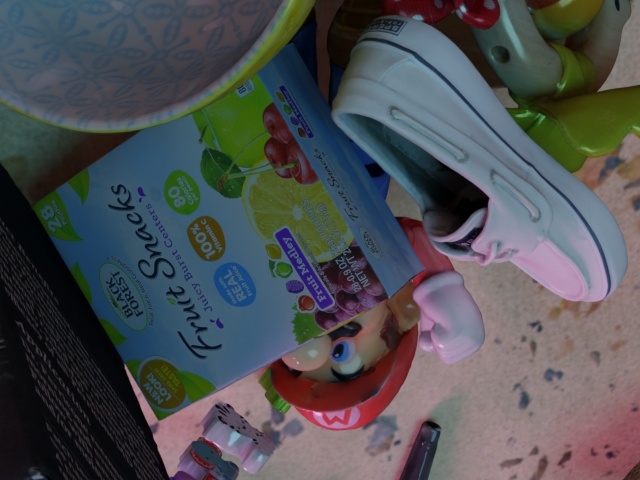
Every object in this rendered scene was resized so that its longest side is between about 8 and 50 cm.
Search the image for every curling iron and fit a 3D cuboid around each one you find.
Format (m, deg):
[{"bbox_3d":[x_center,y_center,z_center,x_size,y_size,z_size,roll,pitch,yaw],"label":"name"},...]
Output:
[{"bbox_3d":[0.047,0.278,1.272,0.068,0.035,0.274,15,111,-28],"label":"curling iron"}]

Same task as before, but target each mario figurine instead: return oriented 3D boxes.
[{"bbox_3d":[0.000,0.000,1.016,0.170,0.198,0.320,-20,119,-26],"label":"mario figurine"}]

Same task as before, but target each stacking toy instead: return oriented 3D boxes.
[{"bbox_3d":[-0.093,0.179,1.077,0.052,0.221,0.167,39,100,0],"label":"stacking toy"}]

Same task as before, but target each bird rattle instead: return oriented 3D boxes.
[{"bbox_3d":[0.130,-0.160,0.962,0.143,0.207,0.253,-23,116,42],"label":"bird rattle"}]

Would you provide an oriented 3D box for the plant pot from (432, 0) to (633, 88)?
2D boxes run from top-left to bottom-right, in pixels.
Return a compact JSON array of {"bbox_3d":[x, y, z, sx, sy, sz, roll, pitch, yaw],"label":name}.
[{"bbox_3d":[0.134,-0.223,1.039,0.236,0.032,0.236,-9,119,-17],"label":"plant pot"}]

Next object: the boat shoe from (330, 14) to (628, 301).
[{"bbox_3d":[0.097,-0.028,0.926,0.258,0.095,0.084,42,64,-25],"label":"boat shoe"}]

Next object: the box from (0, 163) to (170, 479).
[{"bbox_3d":[-0.330,0.203,0.820,0.480,0.472,0.297,-30,123,-4],"label":"box"}]

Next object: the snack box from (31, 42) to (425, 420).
[{"bbox_3d":[-0.064,-0.002,0.960,0.207,0.070,0.174,-31,91,31],"label":"snack box"}]

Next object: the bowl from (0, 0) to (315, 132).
[{"bbox_3d":[-0.097,-0.214,0.858,0.156,0.289,0.289,-22,137,-63],"label":"bowl"}]

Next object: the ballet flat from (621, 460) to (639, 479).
[{"bbox_3d":[0.449,0.190,1.335,0.483,0.164,0.182,3,94,-29],"label":"ballet flat"}]
